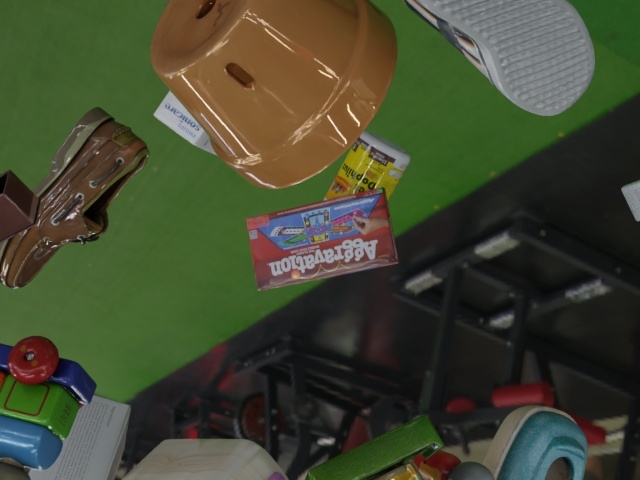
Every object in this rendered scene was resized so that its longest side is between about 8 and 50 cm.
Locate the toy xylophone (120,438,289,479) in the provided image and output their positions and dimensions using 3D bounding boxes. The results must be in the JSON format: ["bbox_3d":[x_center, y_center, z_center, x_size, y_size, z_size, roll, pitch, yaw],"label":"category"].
[{"bbox_3d":[-0.216,0.388,1.294,0.322,0.236,0.081,-8,113,51],"label":"toy xylophone"}]

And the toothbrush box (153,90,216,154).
[{"bbox_3d":[-0.195,-0.331,1.810,0.122,0.283,0.206,35,-175,12],"label":"toothbrush box"}]

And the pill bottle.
[{"bbox_3d":[0.083,-0.105,1.717,0.117,0.215,0.117,27,-166,-7],"label":"pill bottle"}]

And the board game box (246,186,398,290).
[{"bbox_3d":[0.000,0.000,1.618,0.281,0.145,0.027,-13,173,18],"label":"board game box"}]

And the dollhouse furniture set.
[{"bbox_3d":[0.086,0.356,1.034,0.151,0.197,0.301,-24,161,-13],"label":"dollhouse furniture set"}]

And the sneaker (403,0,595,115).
[{"bbox_3d":[0.195,-0.265,0.969,0.126,0.127,0.321,-47,132,13],"label":"sneaker"}]

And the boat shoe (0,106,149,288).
[{"bbox_3d":[-0.361,-0.038,1.217,0.104,0.307,0.111,37,-163,0],"label":"boat shoe"}]

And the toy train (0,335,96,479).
[{"bbox_3d":[-0.337,0.145,0.739,0.248,0.143,0.105,11,152,10],"label":"toy train"}]

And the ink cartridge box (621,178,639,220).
[{"bbox_3d":[0.556,-0.114,1.079,0.275,0.060,0.239,-25,178,-2],"label":"ink cartridge box"}]

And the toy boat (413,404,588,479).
[{"bbox_3d":[0.284,0.373,1.275,0.318,0.267,0.148,20,175,-33],"label":"toy boat"}]

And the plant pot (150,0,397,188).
[{"bbox_3d":[-0.076,-0.241,1.086,0.291,0.291,0.203,-10,146,42],"label":"plant pot"}]

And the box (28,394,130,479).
[{"bbox_3d":[-0.402,0.373,1.414,0.119,0.182,0.181,16,142,-5],"label":"box"}]

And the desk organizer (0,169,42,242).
[{"bbox_3d":[-0.371,-0.021,0.915,0.130,0.047,0.050,-25,130,13],"label":"desk organizer"}]
